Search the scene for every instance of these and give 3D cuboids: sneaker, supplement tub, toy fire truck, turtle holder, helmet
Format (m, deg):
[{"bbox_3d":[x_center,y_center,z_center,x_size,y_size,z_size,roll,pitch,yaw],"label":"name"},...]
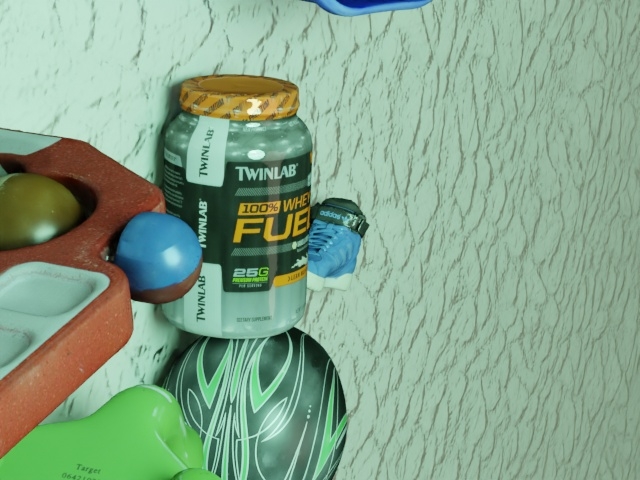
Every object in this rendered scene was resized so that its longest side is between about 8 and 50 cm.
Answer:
[{"bbox_3d":[-0.001,0.000,1.519,0.152,0.058,0.085,7,99,-67],"label":"sneaker"},{"bbox_3d":[-0.065,-0.028,1.322,0.117,0.117,0.190,-27,123,-57],"label":"supplement tub"},{"bbox_3d":[-0.206,0.026,0.916,0.302,0.254,0.169,-42,136,-50],"label":"toy fire truck"},{"bbox_3d":[-0.177,0.242,1.130,0.227,0.243,0.320,92,-14,-45],"label":"turtle holder"},{"bbox_3d":[-0.056,0.150,1.361,0.161,0.169,0.169,-49,143,-71],"label":"helmet"}]

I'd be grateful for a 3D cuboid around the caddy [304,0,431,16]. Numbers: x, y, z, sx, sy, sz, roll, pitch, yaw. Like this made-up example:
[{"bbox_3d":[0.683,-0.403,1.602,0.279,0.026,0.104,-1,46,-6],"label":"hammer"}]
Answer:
[{"bbox_3d":[0.027,-0.302,1.330,0.341,0.179,0.241,-20,117,-59],"label":"caddy"}]
